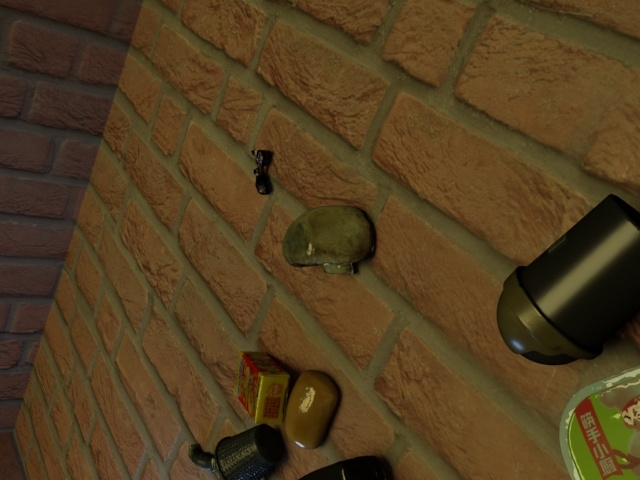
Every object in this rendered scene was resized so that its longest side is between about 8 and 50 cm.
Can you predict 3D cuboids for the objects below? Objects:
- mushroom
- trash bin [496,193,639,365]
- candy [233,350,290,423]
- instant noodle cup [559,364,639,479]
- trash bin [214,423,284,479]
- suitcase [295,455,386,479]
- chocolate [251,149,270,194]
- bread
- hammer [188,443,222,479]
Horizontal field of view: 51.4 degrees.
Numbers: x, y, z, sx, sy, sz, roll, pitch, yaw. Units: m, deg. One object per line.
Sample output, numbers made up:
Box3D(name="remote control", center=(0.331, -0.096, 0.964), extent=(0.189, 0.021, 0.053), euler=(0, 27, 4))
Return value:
Box3D(name="mushroom", center=(0.003, -0.008, 1.805), extent=(0.267, 0.164, 0.189), euler=(8, 92, 50))
Box3D(name="trash bin", center=(0.471, 0.093, 1.211), extent=(0.334, 0.214, 0.214), euler=(-49, 51, 24))
Box3D(name="candy", center=(-0.177, 0.426, 1.955), extent=(0.276, 0.088, 0.146), euler=(-160, 77, -69))
Box3D(name="instant noodle cup", center=(0.564, 0.317, 0.987), extent=(0.294, 0.308, 0.293), euler=(-10, 76, 48))
Box3D(name="trash bin", center=(-0.197, 0.632, 1.969), extent=(0.161, 0.175, 0.175), euler=(-38, 57, 26))
Box3D(name="suitcase", center=(0.057, 0.726, 1.621), extent=(0.339, 0.188, 0.345), euler=(-40, 55, 41))
Box3D(name="chocolate", center=(-0.194, -0.221, 2.146), extent=(0.072, 0.070, 0.147), euler=(164, 110, -77))
Box3D(name="bread", center=(-0.038, 0.468, 1.841), extent=(0.147, 0.098, 0.217), euler=(31, 107, 51))
Box3D(name="hammer", center=(-0.374, 0.745, 2.240), extent=(0.227, 0.041, 0.158), euler=(-2, 82, 49))
